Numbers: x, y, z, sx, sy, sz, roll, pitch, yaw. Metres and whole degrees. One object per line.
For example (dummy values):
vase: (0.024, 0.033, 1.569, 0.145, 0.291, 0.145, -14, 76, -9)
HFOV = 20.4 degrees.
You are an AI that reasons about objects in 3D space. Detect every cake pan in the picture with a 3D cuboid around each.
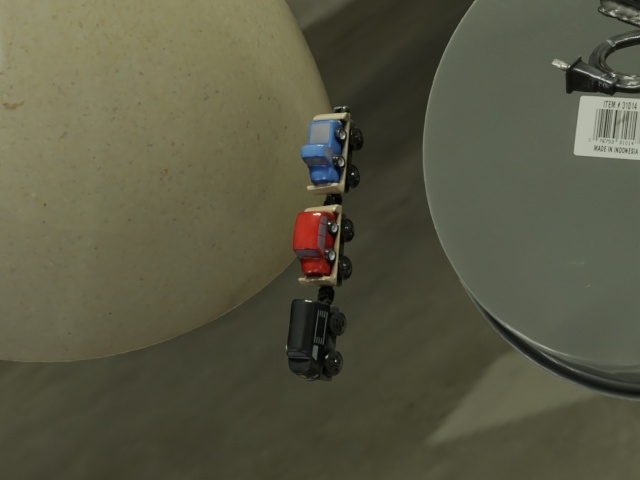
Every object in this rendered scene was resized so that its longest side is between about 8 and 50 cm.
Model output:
cake pan: (0.179, -0.055, 0.998, 0.293, 0.293, 0.054, -30, -20, 27)

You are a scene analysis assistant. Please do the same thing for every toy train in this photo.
toy train: (0.000, 0.000, 0.996, 0.027, 0.158, 0.036, -3, -13, 42)

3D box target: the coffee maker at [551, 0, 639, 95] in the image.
coffee maker: (0.149, -0.174, 0.667, 0.120, 0.178, 0.171, 3, 43, 24)

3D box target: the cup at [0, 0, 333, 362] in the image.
cup: (-0.165, -0.124, 1.102, 0.331, 0.237, 0.331, -5, 45, 5)
